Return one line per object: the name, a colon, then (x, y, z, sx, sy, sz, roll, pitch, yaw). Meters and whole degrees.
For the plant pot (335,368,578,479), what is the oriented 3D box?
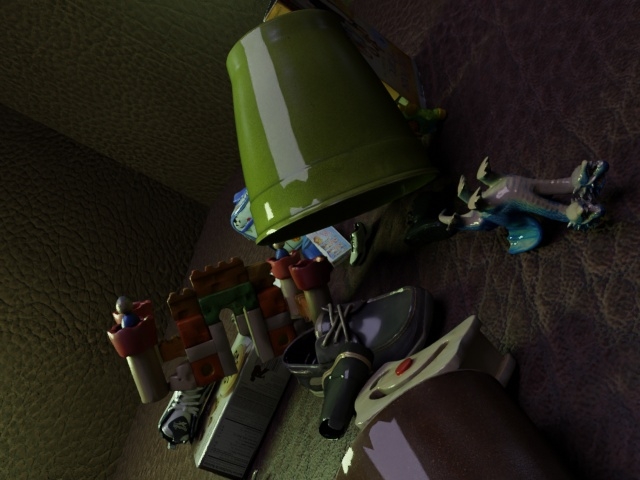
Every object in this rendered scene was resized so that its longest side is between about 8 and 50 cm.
plant pot: (0.157, 0.269, 0.428, 0.216, 0.215, 0.230, -59, 35, 10)

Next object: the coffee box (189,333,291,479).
coffee box: (-0.189, 0.385, 1.206, 0.297, 0.118, 0.168, -65, 19, -7)

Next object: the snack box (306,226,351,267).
snack box: (0.017, -0.001, 1.232, 0.064, 0.022, 0.178, -36, 36, -5)

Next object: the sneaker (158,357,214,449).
sneaker: (-0.317, 0.395, 1.200, 0.235, 0.094, 0.153, -58, 18, 19)

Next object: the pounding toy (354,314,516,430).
pounding toy: (0.143, 0.233, 0.660, 0.269, 0.155, 0.154, -43, -2, 23)

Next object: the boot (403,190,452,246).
boot: (0.200, -0.046, 0.912, 0.121, 0.045, 0.099, -26, 38, 59)

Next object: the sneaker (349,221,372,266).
sneaker: (0.081, 0.008, 1.134, 0.040, 0.043, 0.109, -22, 46, 58)

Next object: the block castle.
block castle: (-0.212, 0.141, 1.100, 0.303, 0.452, 0.213, -174, 67, -71)

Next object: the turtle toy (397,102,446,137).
turtle toy: (0.208, -0.259, 1.108, 0.130, 0.095, 0.066, -150, 66, -71)

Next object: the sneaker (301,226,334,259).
sneaker: (0.000, 0.000, 1.306, 0.082, 0.069, 0.209, -50, 23, 23)

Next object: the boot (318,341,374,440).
boot: (0.022, 0.265, 0.792, 0.198, 0.076, 0.137, 95, -165, -46)

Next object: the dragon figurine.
dragon figurine: (0.259, -0.037, 0.689, 0.289, 0.143, 0.085, 116, 173, -73)

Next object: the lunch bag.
lunch bag: (-0.117, -0.095, 1.457, 0.303, 0.243, 0.115, -44, 27, 40)

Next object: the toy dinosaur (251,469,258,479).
toy dinosaur: (-0.191, 0.607, 1.021, 0.118, 0.064, 0.268, -20, 44, 42)

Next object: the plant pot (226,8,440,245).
plant pot: (-0.009, -0.218, 0.964, 0.366, 0.366, 0.353, -26, 83, 59)

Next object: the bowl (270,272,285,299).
bowl: (-0.126, 0.160, 1.435, 0.142, 0.053, 0.142, -5, 60, 66)

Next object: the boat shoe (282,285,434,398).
boat shoe: (0.047, 0.178, 0.872, 0.355, 0.130, 0.132, -45, 27, 40)

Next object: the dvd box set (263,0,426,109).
dvd box set: (0.071, -0.468, 1.206, 0.062, 0.420, 0.308, -44, 26, 34)

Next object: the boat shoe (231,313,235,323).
boat shoe: (-0.261, 0.260, 1.656, 0.125, 0.046, 0.038, -25, 37, 47)
